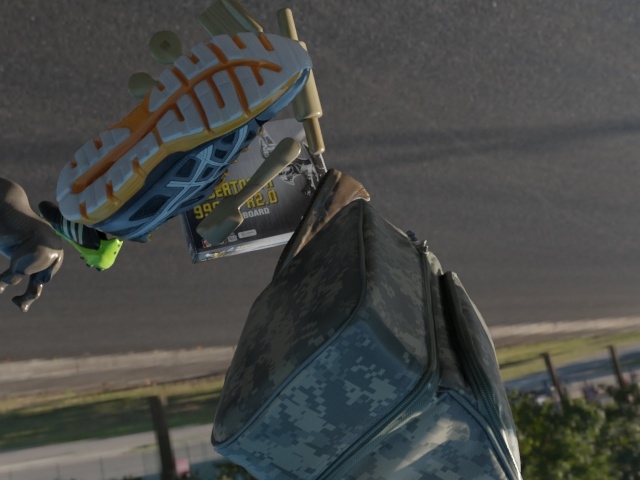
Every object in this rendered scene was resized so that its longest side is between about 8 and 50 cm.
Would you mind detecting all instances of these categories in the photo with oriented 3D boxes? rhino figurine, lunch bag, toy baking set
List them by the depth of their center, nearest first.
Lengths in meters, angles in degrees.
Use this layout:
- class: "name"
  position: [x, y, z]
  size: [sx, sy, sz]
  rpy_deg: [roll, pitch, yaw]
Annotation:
- class: "lunch bag"
  position: [0.066, 0.135, 0.881]
  size: [0.212, 0.256, 0.305]
  rpy_deg: [-45, -166, 17]
- class: "toy baking set"
  position: [-0.094, -0.133, 0.985]
  size: [0.197, 0.256, 0.030]
  rpy_deg: [-18, 176, -2]
- class: "rhino figurine"
  position: [-0.436, -0.025, 1.244]
  size: [0.106, 0.243, 0.073]
  rpy_deg: [-44, 159, 0]

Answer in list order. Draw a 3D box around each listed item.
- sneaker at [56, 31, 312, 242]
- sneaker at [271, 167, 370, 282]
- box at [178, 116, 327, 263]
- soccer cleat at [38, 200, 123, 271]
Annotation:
- class: "sneaker"
  position: [-0.094, -0.075, 0.689]
  size: [0.215, 0.084, 0.083]
  rpy_deg: [-33, 142, 11]
- class: "sneaker"
  position: [0.000, 0.000, 1.230]
  size: [0.071, 0.188, 0.066]
  rpy_deg: [27, -173, -9]
- class: "box"
  position: [-0.103, -0.079, 1.378]
  size: [0.231, 0.183, 0.056]
  rpy_deg: [-12, 165, -19]
- class: "soccer cleat"
  position: [-0.390, -0.022, 1.497]
  size: [0.072, 0.179, 0.060]
  rpy_deg: [-53, 155, 3]
